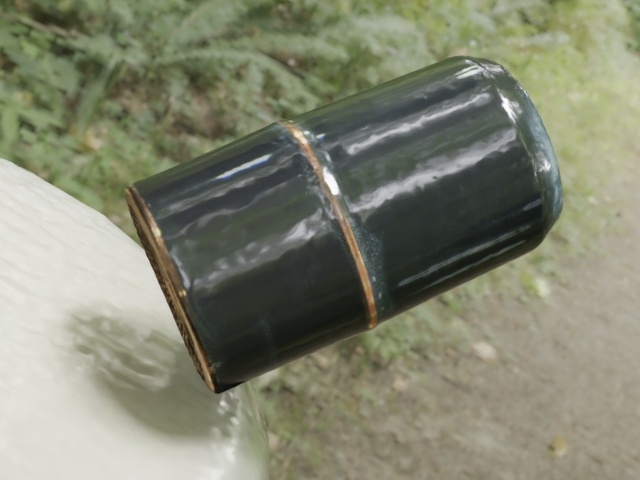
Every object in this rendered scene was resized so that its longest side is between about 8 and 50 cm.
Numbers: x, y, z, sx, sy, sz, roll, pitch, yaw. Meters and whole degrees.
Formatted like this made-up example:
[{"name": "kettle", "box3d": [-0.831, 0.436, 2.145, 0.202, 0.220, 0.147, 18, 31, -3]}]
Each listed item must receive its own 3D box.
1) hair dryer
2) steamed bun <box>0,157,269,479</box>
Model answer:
[{"name": "hair dryer", "box3d": [0.000, 0.000, 0.782, 0.352, 0.189, 0.107, 139, -73, -81]}, {"name": "steamed bun", "box3d": [-0.221, 0.111, 0.704, 0.374, 0.241, 0.374, 29, 23, -13]}]
